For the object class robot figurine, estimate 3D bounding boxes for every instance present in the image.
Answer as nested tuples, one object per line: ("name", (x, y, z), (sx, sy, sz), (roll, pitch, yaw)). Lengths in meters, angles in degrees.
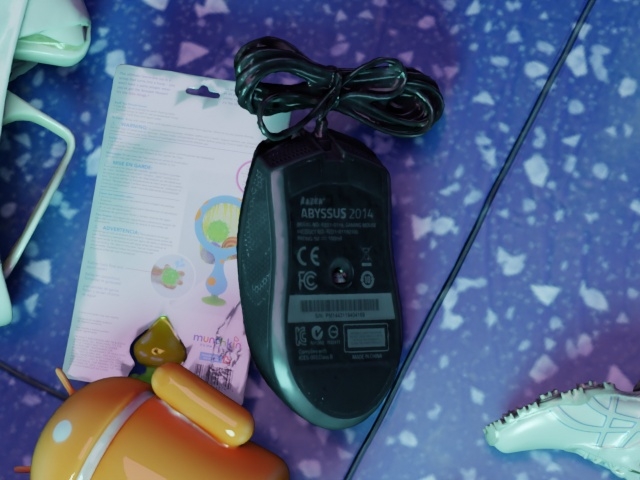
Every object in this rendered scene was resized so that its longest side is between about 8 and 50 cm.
("robot figurine", (-0.110, 0.179, 1.173), (0.219, 0.158, 0.128), (28, 59, 13))

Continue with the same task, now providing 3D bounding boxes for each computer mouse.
("computer mouse", (0.000, 0.000, 1.216), (0.188, 0.072, 0.272), (6, 82, -37))

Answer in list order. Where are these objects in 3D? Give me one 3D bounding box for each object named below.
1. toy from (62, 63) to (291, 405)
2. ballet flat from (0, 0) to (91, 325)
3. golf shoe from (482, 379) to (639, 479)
("toy", (-0.103, -0.003, 1.255), (0.136, 0.056, 0.237), (9, 82, 5))
("ballet flat", (-0.243, -0.119, 1.278), (0.139, 0.139, 0.400), (10, 81, 9))
("golf shoe", (0.205, 0.139, 1.178), (0.176, 0.069, 0.086), (-12, 81, 5))
